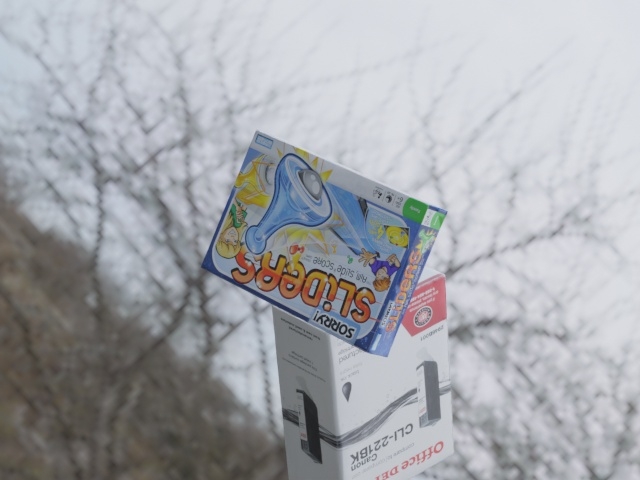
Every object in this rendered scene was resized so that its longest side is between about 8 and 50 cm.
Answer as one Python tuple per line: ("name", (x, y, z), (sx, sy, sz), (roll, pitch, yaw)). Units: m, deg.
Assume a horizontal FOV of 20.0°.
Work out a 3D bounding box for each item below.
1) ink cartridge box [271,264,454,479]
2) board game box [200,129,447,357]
("ink cartridge box", (0.056, 0.177, 2.261), (0.114, 0.197, 0.272), (26, -49, 44))
("board game box", (0.000, 0.000, 1.567), (0.201, 0.136, 0.035), (24, 5, 36))
